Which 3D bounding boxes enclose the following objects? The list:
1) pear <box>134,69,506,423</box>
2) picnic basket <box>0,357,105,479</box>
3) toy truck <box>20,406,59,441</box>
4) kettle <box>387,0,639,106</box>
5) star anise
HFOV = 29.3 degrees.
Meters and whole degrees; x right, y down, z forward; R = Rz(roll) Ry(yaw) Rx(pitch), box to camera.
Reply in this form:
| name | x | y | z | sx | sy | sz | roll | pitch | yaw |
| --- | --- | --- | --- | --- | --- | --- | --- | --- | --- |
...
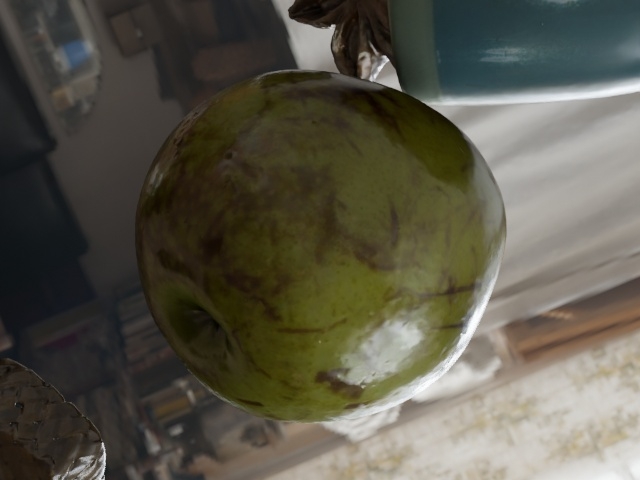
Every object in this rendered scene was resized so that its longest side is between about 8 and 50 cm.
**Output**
| name | x | y | z | sx | sy | sz | roll | pitch | yaw |
| --- | --- | --- | --- | --- | --- | --- | --- | --- | --- |
| pear | 0.000 | 0.000 | 0.926 | 0.283 | 0.283 | 0.283 | 157 | -90 | -87 |
| picnic basket | -0.207 | 0.171 | 0.830 | 0.110 | 0.055 | 0.193 | 35 | -43 | 17 |
| toy truck | -0.282 | 0.195 | 1.261 | 0.032 | 0.024 | 0.083 | 21 | 7 | -46 |
| kettle | 0.235 | -0.265 | 0.940 | 0.247 | 0.342 | 0.319 | -52 | 141 | -67 |
| star anise | 0.087 | -0.341 | 1.611 | 0.292 | 0.109 | 0.349 | 32 | -55 | 22 |
